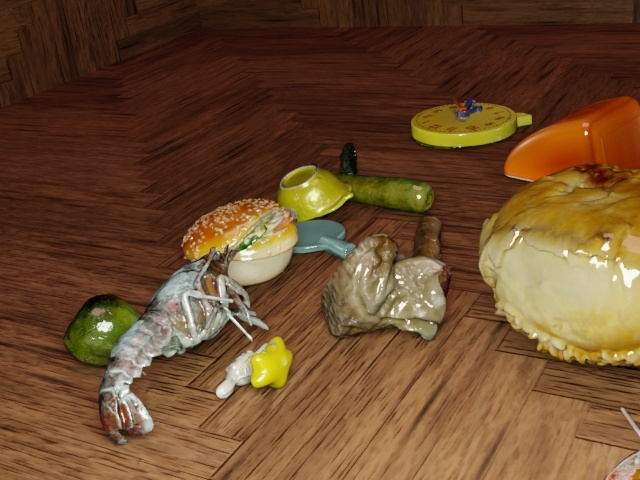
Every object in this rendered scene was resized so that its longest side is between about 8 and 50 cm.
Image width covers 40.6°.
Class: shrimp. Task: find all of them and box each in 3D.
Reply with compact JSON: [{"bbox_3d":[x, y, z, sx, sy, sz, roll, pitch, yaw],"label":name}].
[{"bbox_3d":[-0.212,0.138,1.348,0.221,0.166,0.410,-28,8,40],"label":"shrimp"}]

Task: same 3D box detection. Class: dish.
[{"bbox_3d":[-0.029,-0.113,1.895,0.208,0.080,0.149,-8,36,35],"label":"dish"}]

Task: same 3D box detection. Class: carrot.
[{"bbox_3d":[0.093,-0.117,1.936,0.358,0.074,0.074,11,31,38],"label":"carrot"}]

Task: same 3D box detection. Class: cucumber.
[{"bbox_3d":[0.068,-0.186,2.113,0.044,0.043,0.256,-12,21,6],"label":"cucumber"}]

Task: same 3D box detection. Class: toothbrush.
[{"bbox_3d":[0.413,0.246,1.125,0.006,0.008,0.097,4,23,-8],"label":"toothbrush"}]

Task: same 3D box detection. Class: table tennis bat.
[{"bbox_3d":[0.000,0.000,1.754,0.149,0.038,0.237,-19,23,-29],"label":"table tennis bat"}]

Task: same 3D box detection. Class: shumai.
[{"bbox_3d":[0.107,0.104,1.407,0.185,0.218,0.184,42,46,9],"label":"shumai"}]

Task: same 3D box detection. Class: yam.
[{"bbox_3d":[0.202,0.013,1.638,0.057,0.056,0.241,-2,24,12],"label":"yam"}]

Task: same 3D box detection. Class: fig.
[{"bbox_3d":[-0.340,0.161,1.446,0.156,0.123,0.123,29,20,-14],"label":"fig"}]

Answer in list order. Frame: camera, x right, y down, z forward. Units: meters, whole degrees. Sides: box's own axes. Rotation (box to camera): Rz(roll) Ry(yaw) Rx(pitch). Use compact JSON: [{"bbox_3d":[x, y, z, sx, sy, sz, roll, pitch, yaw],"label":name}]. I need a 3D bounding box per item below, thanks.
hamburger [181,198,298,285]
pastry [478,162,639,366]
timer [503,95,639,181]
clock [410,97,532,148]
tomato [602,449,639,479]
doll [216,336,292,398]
[{"bbox_3d":[-0.156,-0.002,1.668,0.237,0.147,0.237,-8,22,3],"label":"hamburger"},{"bbox_3d":[0.438,0.038,1.284,0.410,0.245,0.409,-5,22,2],"label":"pastry"},{"bbox_3d":[0.577,-0.212,1.961,0.257,0.161,0.250,-28,17,-37],"label":"timer"},{"bbox_3d":[0.381,-0.321,2.289,0.293,0.071,0.277,-27,31,-35],"label":"clock"},{"bbox_3d":[0.410,0.302,0.914,0.225,0.085,0.225,-9,22,4],"label":"tomato"},{"bbox_3d":[-0.097,0.195,1.339,0.113,0.071,0.135,-20,13,14],"label":"doll"}]
